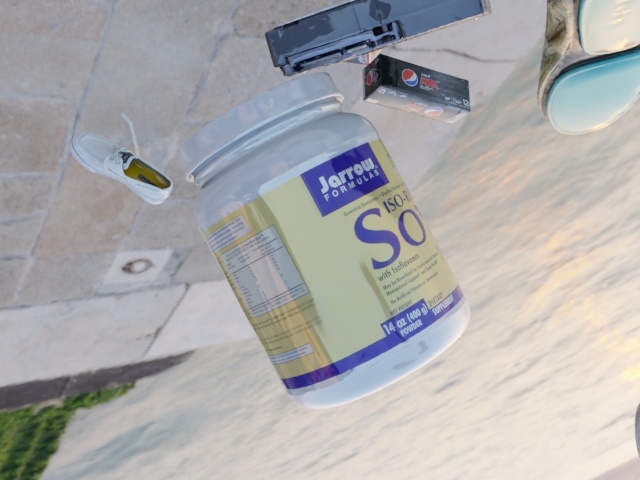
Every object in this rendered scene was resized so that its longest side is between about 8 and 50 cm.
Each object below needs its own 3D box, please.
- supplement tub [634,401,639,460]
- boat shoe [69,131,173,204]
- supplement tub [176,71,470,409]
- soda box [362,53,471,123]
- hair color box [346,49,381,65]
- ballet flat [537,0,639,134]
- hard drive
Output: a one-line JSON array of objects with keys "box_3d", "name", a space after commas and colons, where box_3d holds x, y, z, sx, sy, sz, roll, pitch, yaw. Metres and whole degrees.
[{"box_3d": [0.319, 0.160, 0.588, 0.107, 0.070, 0.071, -12, 169, 40], "name": "supplement tub"}, {"box_3d": [-0.177, -0.069, 0.654, 0.035, 0.100, 0.035, -37, -158, 57], "name": "boat shoe"}, {"box_3d": [0.000, 0.000, 0.851, 0.241, 0.331, 0.241, -28, -179, 1], "name": "supplement tub"}, {"box_3d": [0.149, -0.233, 1.127, 0.169, 0.060, 0.053, 10, 159, -26], "name": "soda box"}, {"box_3d": [0.088, -0.373, 1.204, 0.167, 0.053, 0.093, -55, 150, -37], "name": "hair color box"}, {"box_3d": [0.267, -0.213, 0.699, 0.123, 0.123, 0.348, -29, 162, 6], "name": "ballet flat"}, {"box_3d": [0.090, -0.276, 0.912, 0.237, 0.064, 0.339, -14, -166, 19], "name": "hard drive"}]
